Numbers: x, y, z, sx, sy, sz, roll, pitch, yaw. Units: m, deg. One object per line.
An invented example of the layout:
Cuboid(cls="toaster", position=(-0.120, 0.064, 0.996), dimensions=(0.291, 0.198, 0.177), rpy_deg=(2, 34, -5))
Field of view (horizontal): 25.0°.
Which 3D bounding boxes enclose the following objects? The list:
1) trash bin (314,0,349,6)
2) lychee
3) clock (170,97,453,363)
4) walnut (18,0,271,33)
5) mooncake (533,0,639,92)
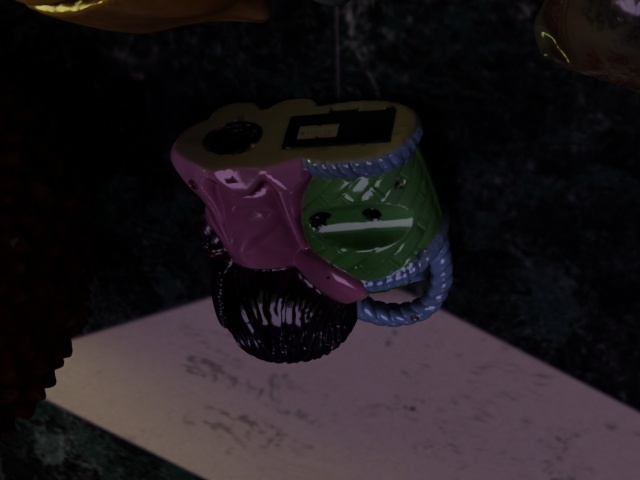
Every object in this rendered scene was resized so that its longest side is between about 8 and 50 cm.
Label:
Cuboid(cls="trash bin", position=(0.068, -0.297, 0.705), dimensions=(0.223, 0.158, 0.343), rpy_deg=(49, 140, -13))
Cuboid(cls="lychee", position=(-0.308, 0.005, 1.039), dimensions=(0.306, 0.306, 0.330), rpy_deg=(16, 155, 4))
Cuboid(cls="clock", position=(0.000, 0.000, 1.063), dimensions=(0.194, 0.100, 0.195), rpy_deg=(-1, 126, 14))
Cuboid(cls="walnut", position=(-0.134, -0.235, 0.866), dimensions=(0.298, 0.203, 0.203), rpy_deg=(39, 125, -18))
Cuboid(cls="mooncake", position=(0.207, -0.148, 0.917), dimensions=(0.130, 0.073, 0.125), rpy_deg=(18, 129, 4))
